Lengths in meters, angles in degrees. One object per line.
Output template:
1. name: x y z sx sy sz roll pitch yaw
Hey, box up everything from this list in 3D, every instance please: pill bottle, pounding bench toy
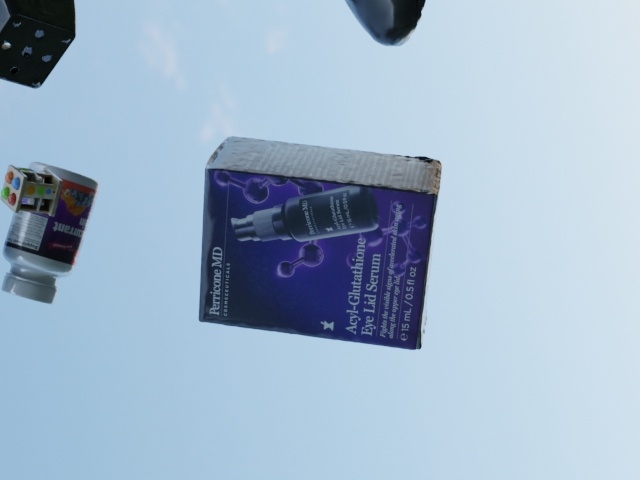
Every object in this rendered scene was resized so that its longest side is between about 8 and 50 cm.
1. pill bottle: -0.399 -0.009 1.706 0.108 0.108 0.193 21 -96 -56
2. pounding bench toy: -0.400 -0.073 1.582 0.065 0.083 0.052 5 -71 -40

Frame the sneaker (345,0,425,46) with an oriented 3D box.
1. sneaker: 0.000 -0.298 1.116 0.130 0.109 0.286 -14 -116 -31

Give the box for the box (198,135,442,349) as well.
1. box: 0.000 0.000 1.064 0.108 0.207 0.153 -70 -15 -68

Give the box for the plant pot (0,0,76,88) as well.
1. plant pot: -0.510 -0.360 1.933 0.188 0.187 0.167 12 -142 -50
